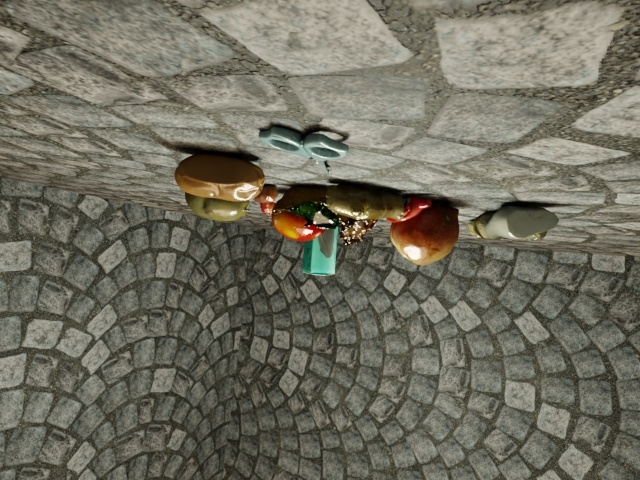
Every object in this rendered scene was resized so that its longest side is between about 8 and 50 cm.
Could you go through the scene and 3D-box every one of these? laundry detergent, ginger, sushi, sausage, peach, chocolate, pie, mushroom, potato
[{"bbox_3d":[0.293,-0.108,1.486,0.049,0.098,0.165,36,153,-30],"label":"laundry detergent"},{"bbox_3d":[0.142,-0.117,1.430,0.262,0.110,0.116,7,174,-16],"label":"ginger"},{"bbox_3d":[-0.020,-0.114,1.551,0.286,0.140,0.149,6,-177,-5],"label":"sushi"},{"bbox_3d":[-0.272,-0.171,1.211,0.240,0.120,0.136,7,166,-3],"label":"sausage"},{"bbox_3d":[-0.241,-0.160,2.113,0.050,0.077,0.083,10,137,44],"label":"peach"},{"bbox_3d":[0.138,-0.065,1.836,0.224,0.177,0.206,6,178,-28],"label":"chocolate"},{"bbox_3d":[-0.084,-0.090,1.736,0.226,0.190,0.196,-1,-159,39],"label":"peach"},{"bbox_3d":[0.783,-0.039,1.909,0.337,0.075,0.337,5,-178,0],"label":"pie"},{"bbox_3d":[0.632,-0.052,1.507,0.159,0.122,0.328,16,177,-3],"label":"mushroom"},{"bbox_3d":[-0.199,-0.170,1.662,0.065,0.065,0.169,8,179,-21],"label":"sausage"},{"bbox_3d":[0.380,-0.039,1.582,0.232,0.256,0.232,48,-176,-4],"label":"peach"},{"bbox_3d":[-0.369,-0.147,1.636,0.251,0.159,0.174,18,-153,18],"label":"potato"}]

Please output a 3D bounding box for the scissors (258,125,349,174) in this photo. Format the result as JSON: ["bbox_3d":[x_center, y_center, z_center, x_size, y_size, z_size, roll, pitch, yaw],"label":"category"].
[{"bbox_3d":[-0.012,-0.197,1.043,0.191,0.030,0.360,10,180,11],"label":"scissors"}]

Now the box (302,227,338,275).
[{"bbox_3d":[0.000,0.000,2.055,0.118,0.312,0.205,6,177,-11],"label":"box"}]
